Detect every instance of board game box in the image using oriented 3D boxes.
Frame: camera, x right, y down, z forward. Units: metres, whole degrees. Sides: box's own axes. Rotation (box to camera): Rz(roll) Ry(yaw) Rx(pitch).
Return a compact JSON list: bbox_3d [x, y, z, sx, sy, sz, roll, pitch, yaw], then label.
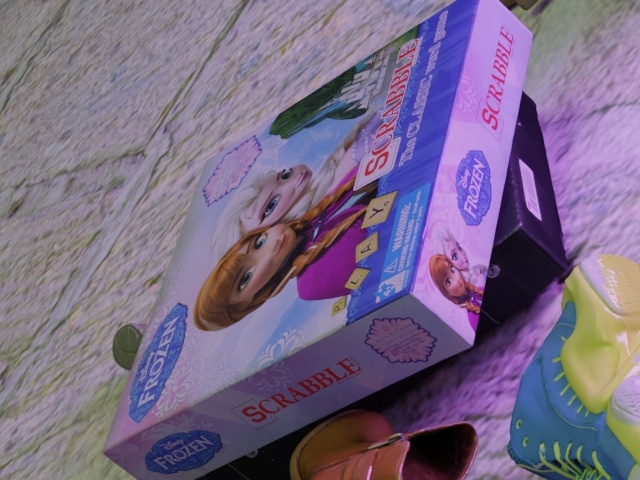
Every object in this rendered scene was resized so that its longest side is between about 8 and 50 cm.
[{"bbox_3d":[0.000,0.000,1.344,0.318,0.066,0.318,-30,30,37],"label":"board game box"}]

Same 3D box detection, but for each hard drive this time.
[{"bbox_3d":[0.033,0.039,1.389,0.339,0.064,0.237,-39,26,22],"label":"hard drive"}]

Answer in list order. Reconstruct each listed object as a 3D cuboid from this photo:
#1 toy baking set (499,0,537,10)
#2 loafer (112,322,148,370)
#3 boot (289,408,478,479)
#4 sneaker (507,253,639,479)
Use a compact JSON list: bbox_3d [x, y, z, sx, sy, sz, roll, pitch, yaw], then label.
[{"bbox_3d":[0.227,-0.302,1.596,0.256,0.030,0.196,-42,25,16],"label":"toy baking set"},{"bbox_3d":[-0.148,0.096,1.661,0.125,0.039,0.045,-14,75,57],"label":"loafer"},{"bbox_3d":[0.042,0.147,1.162,0.152,0.073,0.197,-37,10,35],"label":"boot"},{"bbox_3d":[0.172,0.117,1.037,0.126,0.091,0.240,-59,18,27],"label":"sneaker"}]
